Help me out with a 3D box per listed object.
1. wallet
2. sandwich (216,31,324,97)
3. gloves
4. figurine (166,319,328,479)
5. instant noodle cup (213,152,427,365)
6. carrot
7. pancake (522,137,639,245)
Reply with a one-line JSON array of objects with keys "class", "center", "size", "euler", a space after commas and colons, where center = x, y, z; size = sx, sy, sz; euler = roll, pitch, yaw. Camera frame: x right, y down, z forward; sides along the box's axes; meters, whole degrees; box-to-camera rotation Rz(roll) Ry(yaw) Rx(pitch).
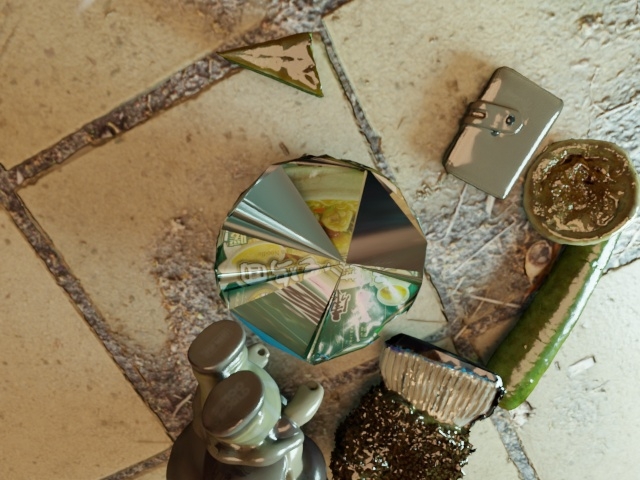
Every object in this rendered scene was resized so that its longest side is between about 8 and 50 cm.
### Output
[{"class": "wallet", "center": [0.242, -0.142, 0.589], "size": [0.118, 0.039, 0.152], "euler": [25, 106, -10]}, {"class": "sandwich", "center": [-0.060, -0.205, 0.548], "size": [0.116, 0.074, 0.074], "euler": [-11, 106, 3]}, {"class": "gloves", "center": [0.124, 0.293, 0.663], "size": [0.210, 0.135, 0.312], "euler": [13, 108, -9]}, {"class": "figurine", "center": [-0.096, 0.274, 0.567], "size": [0.248, 0.203, 0.380], "euler": [28, 136, 30]}, {"class": "instant noodle cup", "center": [0.000, 0.000, 0.553], "size": [0.240, 0.178, 0.240], "euler": [0, 106, 0]}, {"class": "carrot", "center": [0.345, 0.092, 0.645], "size": [0.074, 0.074, 0.358], "euler": [25, 101, -7]}, {"class": "pancake", "center": [0.350, -0.067, 0.597], "size": [0.152, 0.025, 0.151], "euler": [0, 89, 22]}]
